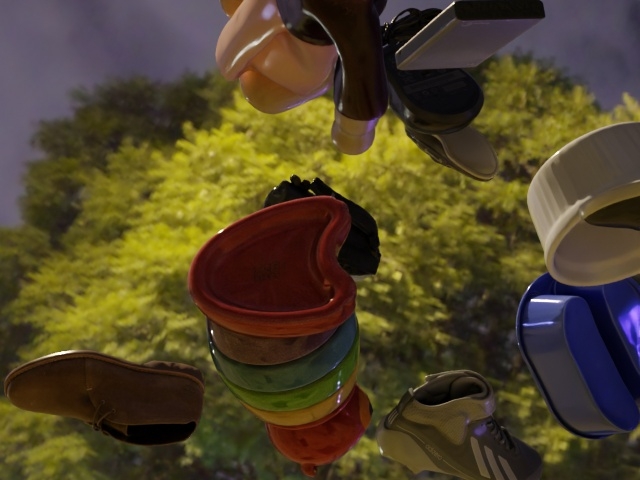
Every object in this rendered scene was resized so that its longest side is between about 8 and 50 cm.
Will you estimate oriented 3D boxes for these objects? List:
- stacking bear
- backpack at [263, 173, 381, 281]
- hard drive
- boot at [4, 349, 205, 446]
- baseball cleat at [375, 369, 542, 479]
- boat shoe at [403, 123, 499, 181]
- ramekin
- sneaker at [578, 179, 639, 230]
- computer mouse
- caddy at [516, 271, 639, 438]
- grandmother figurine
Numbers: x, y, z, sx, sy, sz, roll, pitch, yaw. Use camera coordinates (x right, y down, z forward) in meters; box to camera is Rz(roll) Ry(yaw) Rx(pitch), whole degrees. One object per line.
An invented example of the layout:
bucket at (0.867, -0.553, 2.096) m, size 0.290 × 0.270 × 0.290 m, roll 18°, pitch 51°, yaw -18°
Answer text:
stacking bear at (-0.023, 0.124, 1.031) m, size 0.164 × 0.175 × 0.289 m, roll -9°, pitch -49°, yaw 6°
backpack at (0.000, 0.000, 1.467) m, size 0.182 × 0.152 × 0.115 m, roll 18°, pitch -21°, yaw -33°
hard drive at (0.142, -0.199, 0.965) m, size 0.094 × 0.022 × 0.135 m, roll -6°, pitch -8°, yaw -20°
boot at (-0.329, 0.244, 1.504) m, size 0.305 × 0.115 × 0.112 m, roll 3°, pitch -53°, yaw -6°
baseball cleat at (0.152, 0.182, 0.933) m, size 0.206 × 0.072 × 0.109 m, roll 15°, pitch -61°, yaw -35°
boat shoe at (0.214, -0.157, 1.643) m, size 0.206 × 0.075 × 0.065 m, roll 43°, pitch -26°, yaw 27°
ramekin at (0.463, -0.060, 1.565) m, size 0.277 × 0.135 × 0.277 m, roll -13°, pitch -34°, yaw -9°
sneaker at (0.455, -0.001, 1.161) m, size 0.296 × 0.147 × 0.104 m, roll -5°, pitch -8°, yaw 22°
computer mouse at (0.148, -0.236, 1.463) m, size 0.188 × 0.272 × 0.072 m, roll -15°, pitch -43°, yaw -14°
caddy at (0.518, 0.214, 1.899) m, size 0.341 × 0.241 × 0.179 m, roll 64°, pitch -27°, yaw -3°
grandmother figurine at (-0.003, -0.153, 0.592) m, size 0.342 × 0.104 × 0.208 m, roll 160°, pitch -92°, yaw -80°
